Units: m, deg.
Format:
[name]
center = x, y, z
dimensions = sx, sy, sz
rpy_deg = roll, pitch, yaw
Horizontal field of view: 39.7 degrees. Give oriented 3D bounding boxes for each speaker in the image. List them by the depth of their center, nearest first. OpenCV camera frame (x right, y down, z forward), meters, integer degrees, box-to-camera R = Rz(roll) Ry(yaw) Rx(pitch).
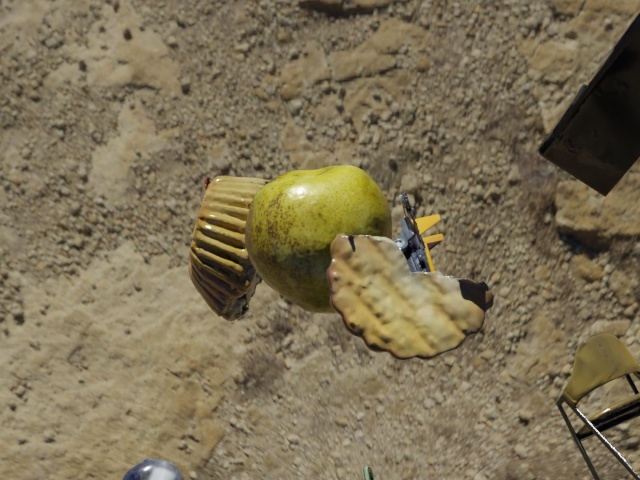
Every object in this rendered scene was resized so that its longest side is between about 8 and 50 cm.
[speaker]
center = 0.283, -0.142, 0.781
dimensions = 0.082, 0.218, 0.044
rpy_deg = 34, 46, 7

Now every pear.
[pear]
center = 0.000, 0.000, 1.149
dimensions = 0.197, 0.197, 0.197
rpy_deg = -1, 69, 3

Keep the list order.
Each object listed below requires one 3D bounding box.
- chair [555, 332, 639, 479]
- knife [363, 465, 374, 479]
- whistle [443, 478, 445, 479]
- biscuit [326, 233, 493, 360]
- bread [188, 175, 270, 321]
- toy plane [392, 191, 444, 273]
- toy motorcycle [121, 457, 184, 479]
[chair]
center = 0.529, 0.309, 1.565
dimensions = 0.158, 0.172, 0.247
rpy_deg = -19, 57, -17
[knife]
center = 0.111, 0.556, 1.609
dimensions = 0.019, 0.043, 0.293
rpy_deg = -12, 83, 21
[whistle]
center = 0.229, 0.495, 1.651
dimensions = 0.035, 0.035, 0.100
rpy_deg = 1, 88, 4
[biscuit]
center = 0.083, 0.065, 0.951
dimensions = 0.183, 0.061, 0.118
rpy_deg = 25, 93, 4
[bread]
center = -0.161, 0.009, 1.623
dimensions = 0.149, 0.274, 0.274
rpy_deg = 15, 70, -1
[toy plane]
center = 0.184, 0.074, 1.611
dimensions = 0.102, 0.204, 0.316
rpy_deg = -9, 39, 8
[toy motorcycle]
center = -0.071, 0.221, 0.477
dimensions = 0.260, 0.110, 0.171
rpy_deg = 11, 92, -12
